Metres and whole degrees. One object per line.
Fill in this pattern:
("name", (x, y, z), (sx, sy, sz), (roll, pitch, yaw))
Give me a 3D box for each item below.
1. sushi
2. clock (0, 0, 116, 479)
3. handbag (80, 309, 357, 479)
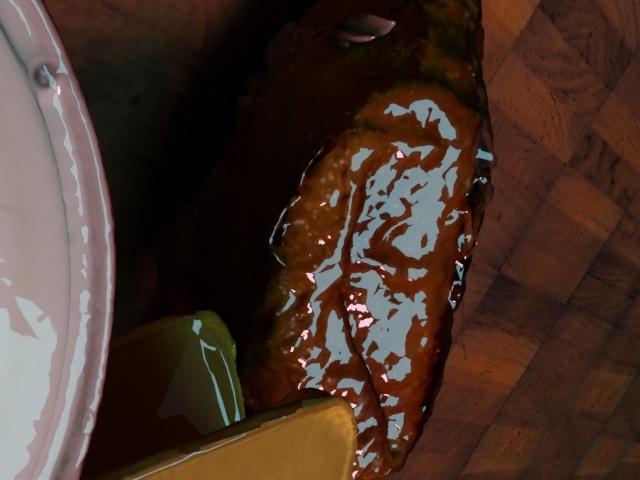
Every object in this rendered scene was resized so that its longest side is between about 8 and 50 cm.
("sushi", (0.002, -0.003, 0.780), (0.167, 0.179, 0.296), (-4, 111, -33))
("clock", (-0.184, 0.024, 0.369), (0.318, 0.080, 0.318), (-11, 107, -40))
("handbag", (-0.173, 0.201, 0.600), (0.401, 0.133, 0.283), (-18, 124, -40))
